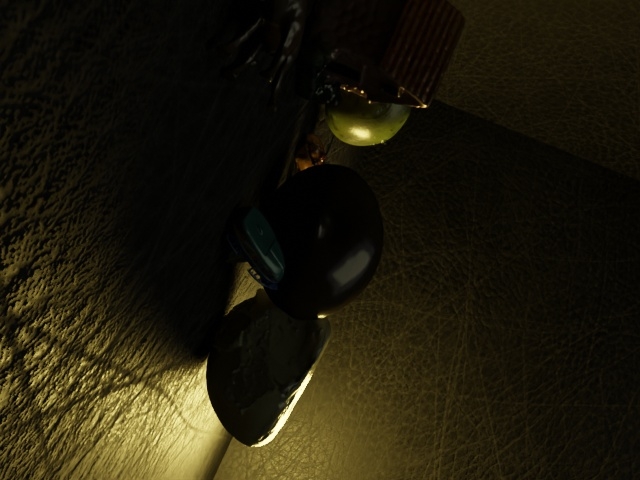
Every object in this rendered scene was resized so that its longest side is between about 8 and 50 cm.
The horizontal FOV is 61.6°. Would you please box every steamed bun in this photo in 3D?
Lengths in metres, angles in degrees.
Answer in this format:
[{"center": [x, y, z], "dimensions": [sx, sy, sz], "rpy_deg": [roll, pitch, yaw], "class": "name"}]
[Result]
[{"center": [-0.140, 0.284, 1.230], "dimensions": [0.334, 0.233, 0.312], "rpy_deg": [-50, 167, -45], "class": "steamed bun"}]

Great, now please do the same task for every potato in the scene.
[{"center": [0.113, -0.333, 1.296], "dimensions": [0.304, 0.216, 0.215], "rpy_deg": [-98, -150, -79], "class": "potato"}]

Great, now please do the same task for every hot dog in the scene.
[{"center": [-0.019, -0.176, 1.322], "dimensions": [0.249, 0.076, 0.102], "rpy_deg": [99, 12, -71], "class": "hot dog"}]

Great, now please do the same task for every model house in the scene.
[{"center": [0.104, -0.323, 0.966], "dimensions": [0.237, 0.238, 0.202], "rpy_deg": [100, 12, -73], "class": "model house"}]

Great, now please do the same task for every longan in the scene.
[{"center": [0.000, 0.000, 1.134], "dimensions": [0.288, 0.289, 0.350], "rpy_deg": [107, 0, -54], "class": "longan"}]

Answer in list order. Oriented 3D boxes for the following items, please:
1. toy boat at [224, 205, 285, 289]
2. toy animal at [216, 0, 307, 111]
[{"center": [-0.127, 0.024, 0.964], "dimensions": [0.175, 0.110, 0.091], "rpy_deg": [61, 34, -28], "class": "toy boat"}, {"center": [-0.044, -0.258, 0.564], "dimensions": [0.186, 0.094, 0.214], "rpy_deg": [-62, -177, -8], "class": "toy animal"}]
